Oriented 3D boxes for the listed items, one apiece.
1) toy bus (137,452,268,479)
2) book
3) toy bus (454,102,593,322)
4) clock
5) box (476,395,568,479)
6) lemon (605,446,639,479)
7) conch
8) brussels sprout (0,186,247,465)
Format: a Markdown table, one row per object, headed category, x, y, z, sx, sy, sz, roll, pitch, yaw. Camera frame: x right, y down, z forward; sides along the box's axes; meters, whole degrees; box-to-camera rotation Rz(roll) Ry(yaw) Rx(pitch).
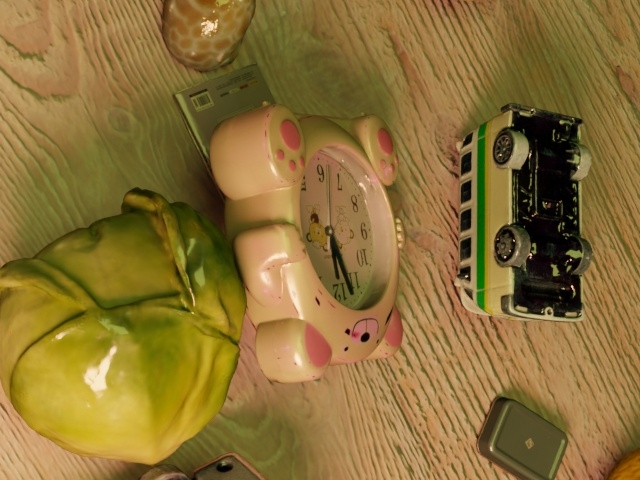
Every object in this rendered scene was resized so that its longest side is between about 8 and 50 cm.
| category | x | y | z | sx | sy | sz | roll | pitch | yaw |
| --- | --- | --- | --- | --- | --- | --- | --- | --- | --- |
| toy bus | -0.205 | 0.410 | 0.948 | 0.427 | 0.203 | 0.233 | -25 | 126 | -26 |
| book | -0.094 | -0.125 | 1.217 | 0.127 | 0.014 | 0.182 | -27 | 92 | -27 |
| toy bus | 0.263 | -0.026 | 1.284 | 0.133 | 0.165 | 0.276 | 8 | 78 | -25 |
| clock | 0.000 | 0.000 | 1.136 | 0.284 | 0.114 | 0.309 | -5 | 85 | -57 |
| box | 0.278 | 0.276 | 1.309 | 0.126 | 0.031 | 0.091 | 35 | 68 | -17 |
| lemon | 0.479 | 0.407 | 1.263 | 0.253 | 0.253 | 0.310 | 17 | 90 | -22 |
| conch | -0.137 | -0.299 | 1.183 | 0.116 | 0.106 | 0.173 | 11 | 90 | -4 |
| brussels sprout | -0.207 | 0.089 | 1.005 | 0.259 | 0.227 | 0.294 | -16 | 125 | -32 |
